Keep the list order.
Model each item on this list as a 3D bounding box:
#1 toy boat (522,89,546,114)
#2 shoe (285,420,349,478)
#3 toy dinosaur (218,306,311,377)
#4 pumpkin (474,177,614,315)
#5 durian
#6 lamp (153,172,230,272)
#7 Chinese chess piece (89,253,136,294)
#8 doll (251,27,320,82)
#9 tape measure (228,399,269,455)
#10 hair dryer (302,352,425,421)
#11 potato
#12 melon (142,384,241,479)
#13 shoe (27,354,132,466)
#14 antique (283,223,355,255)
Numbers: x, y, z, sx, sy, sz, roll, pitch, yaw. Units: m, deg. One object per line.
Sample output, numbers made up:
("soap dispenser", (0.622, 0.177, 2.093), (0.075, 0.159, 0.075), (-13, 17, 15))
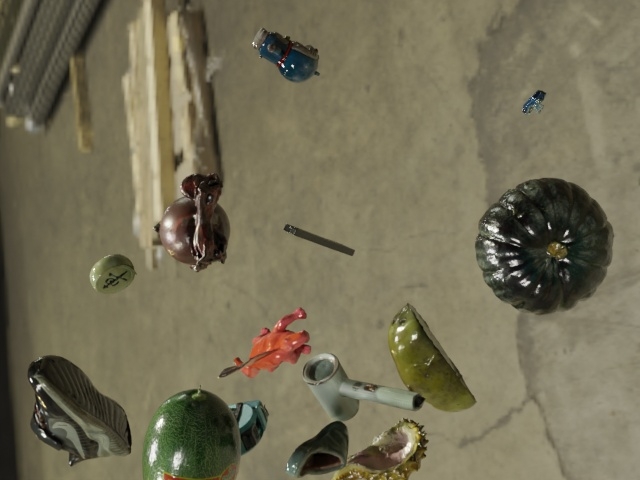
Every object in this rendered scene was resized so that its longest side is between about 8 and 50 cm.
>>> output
("toy boat", (0.410, -0.258, 1.790), (0.083, 0.038, 0.038), (122, 141, -74))
("shoe", (0.010, 0.386, 1.671), (0.078, 0.195, 0.079), (35, 108, 22))
("toy dinosaur", (-0.109, 0.189, 1.434), (0.070, 0.139, 0.286), (58, 142, 1))
("pumpkin", (0.355, 0.009, 1.492), (0.162, 0.220, 0.221), (-128, 39, -86))
("durian", (0.124, 0.452, 1.879), (0.078, 0.224, 0.140), (58, -172, -32))
("lamp", (-0.254, -0.038, 1.996), (0.223, 0.151, 0.215), (0, 101, 47))
("Chinese chess piece", (-0.385, 0.064, 1.734), (0.034, 0.084, 0.084), (54, 137, 33))
("doll", (-0.065, -0.375, 1.905), (0.085, 0.152, 0.114), (-57, 18, 13))
("tape measure", (-0.178, 0.385, 1.886), (0.146, 0.125, 0.081), (-70, -36, -65))
("hair dryer", (0.092, 0.279, 1.703), (0.236, 0.073, 0.131), (2, 137, 34))
("potato", (0.214, 0.260, 1.952), (0.272, 0.111, 0.160), (53, -176, -20))
("melon", (-0.236, 0.389, 1.718), (0.182, 0.182, 0.288), (45, 135, 52))
("shoe", (-0.367, 0.258, 1.358), (0.227, 0.112, 0.099), (54, -169, -43))
("antique", (0.000, 0.000, 1.668), (0.031, 0.192, 0.015), (25, 92, 35))
